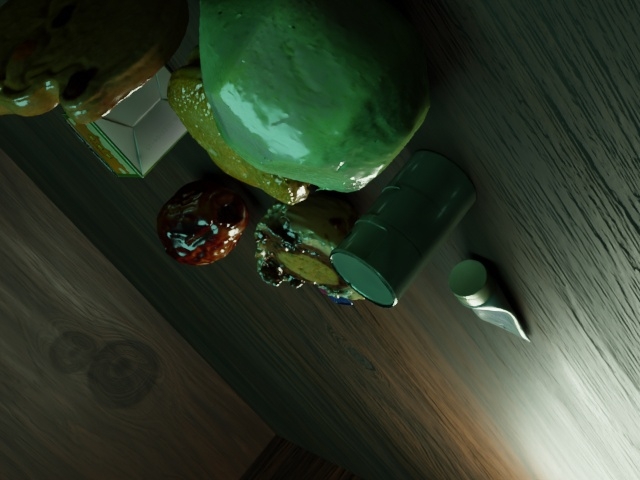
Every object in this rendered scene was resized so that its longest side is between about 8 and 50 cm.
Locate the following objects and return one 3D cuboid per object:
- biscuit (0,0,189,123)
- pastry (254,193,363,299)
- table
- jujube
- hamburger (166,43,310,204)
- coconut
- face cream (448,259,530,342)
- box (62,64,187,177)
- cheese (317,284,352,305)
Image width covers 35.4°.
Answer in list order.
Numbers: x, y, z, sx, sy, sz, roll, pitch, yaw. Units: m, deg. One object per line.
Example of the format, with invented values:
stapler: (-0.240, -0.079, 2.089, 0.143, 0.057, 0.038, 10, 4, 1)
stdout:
biscuit: (-0.417, -0.346, 1.677, 0.455, 0.349, 0.078, 8, 143, 33)
pastry: (0.006, -0.002, 1.910, 0.237, 0.170, 0.256, 17, 152, 7)
table: (0.127, -0.019, 1.532, 0.126, 0.220, 0.126, 36, 160, 15)
jujube: (-0.268, -0.039, 2.300, 0.197, 0.197, 0.290, 45, 152, -12)
hamburger: (-0.113, -0.200, 1.670, 0.314, 0.170, 0.290, 27, 154, 38)
coconut: (-0.021, -0.219, 1.302, 0.328, 0.281, 0.328, 35, -160, -14)
face cream: (0.295, 0.112, 1.772, 0.114, 0.070, 0.224, 27, 169, 38)
box: (-0.375, -0.254, 2.012, 0.177, 0.195, 0.148, 50, 159, -26)
cheese: (-0.020, 0.064, 2.244, 0.244, 0.062, 0.155, 49, 158, -23)
